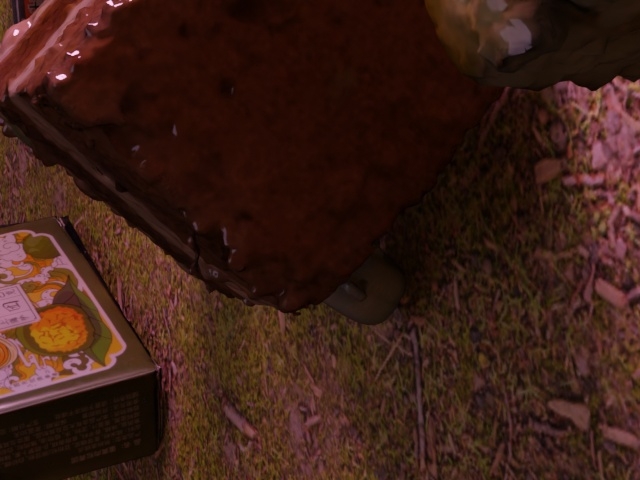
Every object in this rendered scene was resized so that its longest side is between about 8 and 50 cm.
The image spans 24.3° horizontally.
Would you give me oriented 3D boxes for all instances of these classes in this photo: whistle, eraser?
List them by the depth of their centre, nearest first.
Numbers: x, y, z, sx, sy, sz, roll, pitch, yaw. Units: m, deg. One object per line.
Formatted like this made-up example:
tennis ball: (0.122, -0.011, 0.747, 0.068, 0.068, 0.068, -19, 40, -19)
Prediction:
whistle: (0.000, 0.000, 1.210, 0.067, 0.126, 0.258, -54, 20, 3)
eraser: (-0.380, -0.293, 1.969, 0.029, 0.052, 0.122, 1, 96, 63)

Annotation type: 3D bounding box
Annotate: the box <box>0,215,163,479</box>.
box: (-0.441, 0.145, 1.768, 0.373, 0.420, 0.138, 49, 145, 47)

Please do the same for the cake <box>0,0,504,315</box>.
cake: (-0.059, -0.125, 1.028, 0.282, 0.256, 0.290, -51, 26, -8)

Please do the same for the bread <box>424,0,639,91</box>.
bread: (0.200, -0.251, 0.593, 0.395, 0.239, 0.264, -42, 57, 56)
